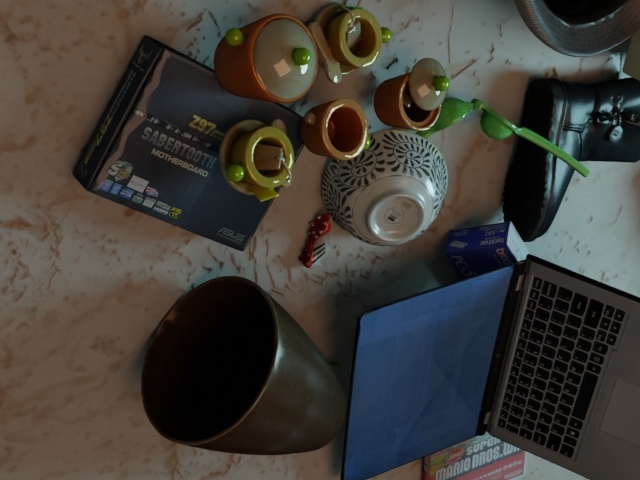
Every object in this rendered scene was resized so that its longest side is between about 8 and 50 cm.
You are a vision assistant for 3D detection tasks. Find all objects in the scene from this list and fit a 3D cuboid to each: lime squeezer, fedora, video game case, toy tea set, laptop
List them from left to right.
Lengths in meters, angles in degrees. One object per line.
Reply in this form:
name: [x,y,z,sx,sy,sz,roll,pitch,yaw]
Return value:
toy tea set: [0.027,-0.177,1.244,0.336,0.124,0.200,-23,107,-36]
lime squeezer: [0.209,-0.135,1.431,0.310,0.059,0.110,-2,84,-7]
video game case: [0.257,0.301,1.755,0.204,0.025,0.285,-15,122,-24]
laptop: [0.271,0.242,1.524,0.236,0.408,0.382,-49,154,-42]
fedora: [0.302,-0.376,1.345,0.243,0.124,0.275,-31,121,-15]

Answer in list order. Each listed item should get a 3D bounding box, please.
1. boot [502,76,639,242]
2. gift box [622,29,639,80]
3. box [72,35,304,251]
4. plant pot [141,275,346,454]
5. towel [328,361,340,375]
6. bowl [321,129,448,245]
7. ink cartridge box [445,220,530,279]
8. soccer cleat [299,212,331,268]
boot: [0.381,-0.116,1.553,0.207,0.094,0.247,-2,110,-26]
gift box: [0.592,-0.322,1.462,0.255,0.258,0.276,0,114,-31]
box: [-0.145,-0.107,1.265,0.232,0.059,0.183,24,100,-39]
plant pot: [-0.072,0.189,1.388,0.215,0.215,0.230,-51,135,3]
towel: [-0.046,0.232,1.541,0.113,0.023,0.152,17,103,-38]
bowl: [0.090,-0.050,1.392,0.170,0.080,0.170,-5,127,-7]
ink cartridge box: [0.269,0.058,1.581,0.207,0.097,0.046,52,42,-38]
soccer cleat: [0.000,0.000,1.434,0.035,0.029,0.083,3,117,-42]
